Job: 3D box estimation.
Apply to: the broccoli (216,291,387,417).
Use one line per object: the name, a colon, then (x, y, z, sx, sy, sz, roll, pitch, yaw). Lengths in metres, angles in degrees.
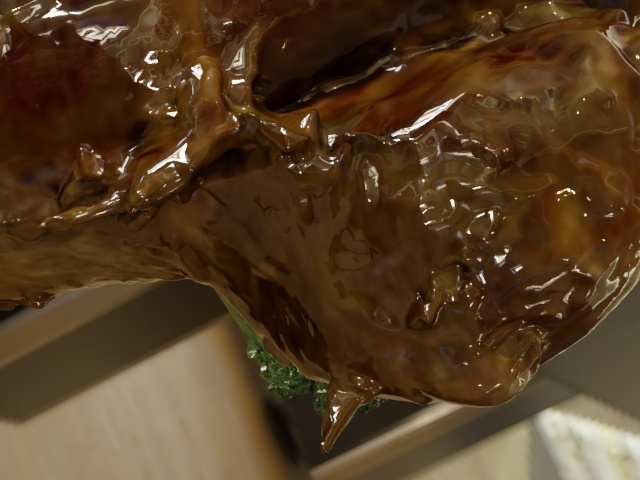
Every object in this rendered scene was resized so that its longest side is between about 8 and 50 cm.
broccoli: (0.000, 0.000, 1.574, 0.270, 0.270, 0.270, 20, 33, -18)

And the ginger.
ginger: (-0.046, -0.032, 0.793, 0.176, 0.418, 0.254, 65, 21, -61)
